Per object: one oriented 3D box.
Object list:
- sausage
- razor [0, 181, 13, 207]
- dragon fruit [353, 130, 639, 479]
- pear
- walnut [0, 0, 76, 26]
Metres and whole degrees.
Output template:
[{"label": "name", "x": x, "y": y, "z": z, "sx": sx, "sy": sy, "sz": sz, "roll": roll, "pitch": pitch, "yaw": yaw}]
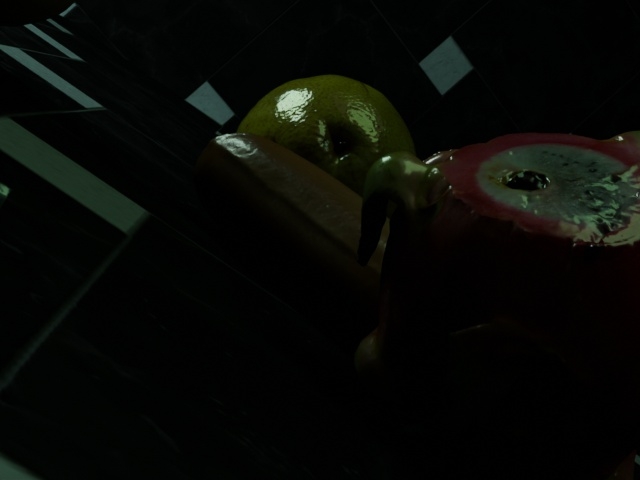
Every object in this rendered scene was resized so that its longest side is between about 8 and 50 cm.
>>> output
[{"label": "sausage", "x": 0.000, "y": 0.000, "z": 0.819, "sx": 0.274, "sy": 0.105, "sz": 0.105, "roll": 38, "pitch": 5, "yaw": 31}, {"label": "razor", "x": -0.198, "y": -0.070, "z": 0.502, "sx": 0.084, "sy": 0.036, "sz": 0.211, "roll": 35, "pitch": 5, "yaw": -26}, {"label": "dragon fruit", "x": 0.129, "y": 0.045, "z": 0.618, "sx": 0.224, "sy": 0.227, "sz": 0.224, "roll": 7, "pitch": 33, "yaw": -4}, {"label": "pear", "x": 0.006, "y": -0.083, "z": 1.107, "sx": 0.209, "sy": 0.208, "sz": 0.209, "roll": 35, "pitch": 5, "yaw": -3}, {"label": "walnut", "x": -0.320, "y": -0.361, "z": 0.855, "sx": 0.381, "sy": 0.381, "sz": 0.381, "roll": 35, "pitch": 5, "yaw": -3}]
